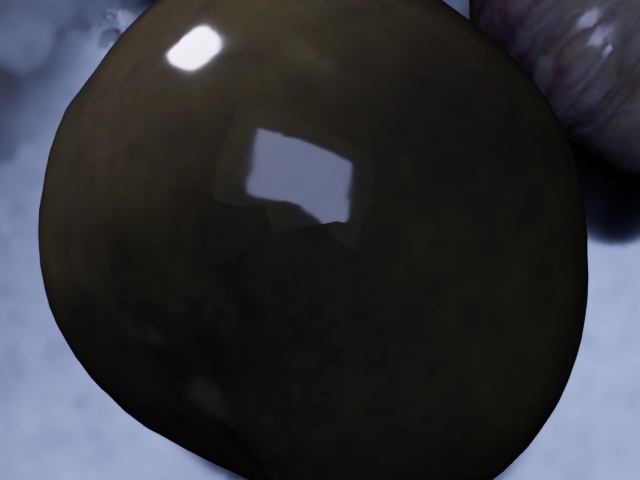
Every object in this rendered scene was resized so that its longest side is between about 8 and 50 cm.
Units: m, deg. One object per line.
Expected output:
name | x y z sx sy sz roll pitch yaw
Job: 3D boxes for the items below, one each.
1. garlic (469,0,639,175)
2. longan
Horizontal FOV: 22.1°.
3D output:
garlic | 0.194 -0.146 1.021 0.245 0.160 0.245 9 60 -15
longan | 0.000 0.000 0.922 0.319 0.319 0.319 -1 77 3
